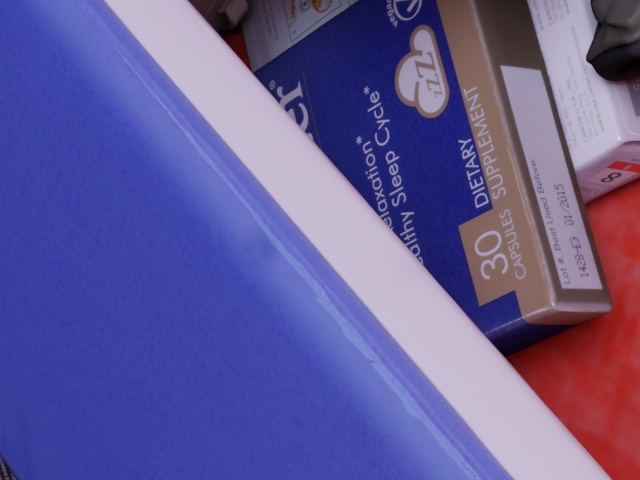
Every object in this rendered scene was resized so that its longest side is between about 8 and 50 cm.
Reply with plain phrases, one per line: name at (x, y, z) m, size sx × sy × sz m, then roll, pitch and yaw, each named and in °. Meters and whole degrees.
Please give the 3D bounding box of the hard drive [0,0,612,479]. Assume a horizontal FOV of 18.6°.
hard drive at (-0.047, 0.034, 0.584) m, size 0.318 × 0.040 × 0.210 m, roll 49°, pitch 143°, yaw 22°

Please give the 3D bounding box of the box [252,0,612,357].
box at (0.000, 0.000, 0.725) m, size 0.225 × 0.036 × 0.136 m, roll -31°, pitch 67°, yaw 45°

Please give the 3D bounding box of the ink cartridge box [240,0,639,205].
ink cartridge box at (0.046, -0.066, 0.737) m, size 0.179 × 0.045 × 0.145 m, roll -32°, pitch 65°, yaw 48°

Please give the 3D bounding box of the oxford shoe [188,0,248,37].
oxford shoe at (-0.085, -0.120, 0.786) m, size 0.449 × 0.130 × 0.169 m, roll -47°, pitch 31°, yaw 8°

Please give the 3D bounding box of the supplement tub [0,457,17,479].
supplement tub at (-0.143, 0.115, 0.742) m, size 0.117 × 0.190 × 0.117 m, roll -6°, pitch 80°, yaw 42°

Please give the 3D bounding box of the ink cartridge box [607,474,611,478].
ink cartridge box at (0.020, 0.211, 0.677) m, size 0.235 × 0.088 × 0.193 m, roll -32°, pitch 67°, yaw 30°

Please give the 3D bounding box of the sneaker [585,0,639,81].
sneaker at (0.126, -0.134, 0.625) m, size 0.130 × 0.087 × 0.227 m, roll -21°, pitch 73°, yaw 2°
